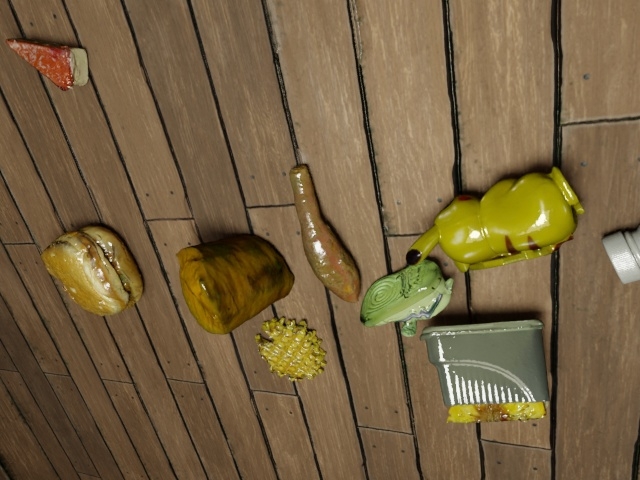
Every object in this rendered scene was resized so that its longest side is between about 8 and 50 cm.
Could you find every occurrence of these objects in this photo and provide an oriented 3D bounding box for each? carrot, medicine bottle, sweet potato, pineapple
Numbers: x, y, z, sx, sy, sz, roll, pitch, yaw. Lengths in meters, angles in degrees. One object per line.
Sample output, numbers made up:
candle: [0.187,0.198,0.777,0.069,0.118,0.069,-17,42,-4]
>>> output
carrot: [-0.252,0.115,1.184,0.242,0.341,0.241,8,106,32]
medicine bottle: [0.649,0.009,0.850,0.168,0.105,0.105,-27,102,32]
sweet potato: [0.000,0.000,1.129,0.109,0.109,0.385,-19,106,30]
pineapple: [0.466,0.399,1.146,0.164,0.139,0.250,17,149,-37]

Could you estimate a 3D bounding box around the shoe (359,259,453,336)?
shoe: [0.205,0.152,1.094,0.128,0.140,0.262,44,127,-8]

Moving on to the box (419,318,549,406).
box: [0.377,0.280,1.026,0.274,0.138,0.178,-8,76,15]

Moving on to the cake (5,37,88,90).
cake: [-0.731,-0.477,1.206,0.221,0.086,0.116,13,118,16]

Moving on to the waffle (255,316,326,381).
waffle: [-0.094,0.342,1.376,0.229,0.051,0.231,-12,111,25]

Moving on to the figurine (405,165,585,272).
figurine: [0.365,-0.026,0.926,0.327,0.218,0.169,-15,68,36]

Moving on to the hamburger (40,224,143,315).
hamburger: [-0.743,0.101,1.455,0.284,0.174,0.304,-8,112,29]
